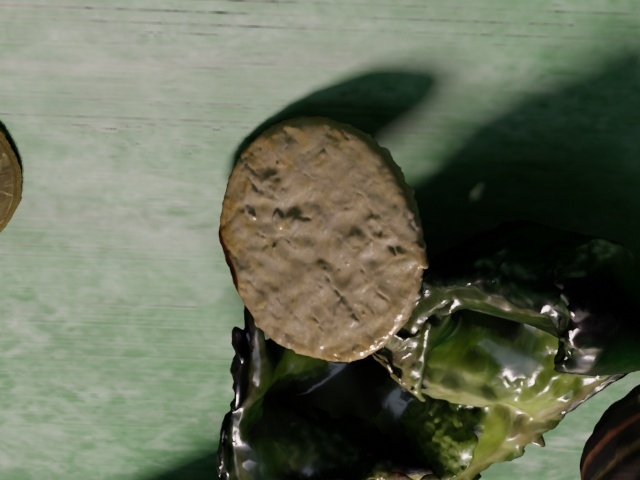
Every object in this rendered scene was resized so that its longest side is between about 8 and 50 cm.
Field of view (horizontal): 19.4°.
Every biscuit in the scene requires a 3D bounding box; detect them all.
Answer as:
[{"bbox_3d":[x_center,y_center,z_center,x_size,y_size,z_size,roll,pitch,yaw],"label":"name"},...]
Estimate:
[{"bbox_3d":[0.000,0.000,0.876,0.120,0.120,0.015,-36,169,37],"label":"biscuit"}]

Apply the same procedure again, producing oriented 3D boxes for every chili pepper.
[{"bbox_3d":[0.055,0.060,0.945,0.264,0.116,0.148,-35,151,33],"label":"chili pepper"}]

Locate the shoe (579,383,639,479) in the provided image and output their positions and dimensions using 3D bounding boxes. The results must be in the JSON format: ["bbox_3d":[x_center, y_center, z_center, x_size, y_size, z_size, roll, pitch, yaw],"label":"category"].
[{"bbox_3d":[0.311,0.209,0.981,0.384,0.237,0.171,21,135,-38],"label":"shoe"}]

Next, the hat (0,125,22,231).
[{"bbox_3d":[-0.217,-0.010,0.890,0.146,0.067,0.146,1,140,1],"label":"hat"}]
